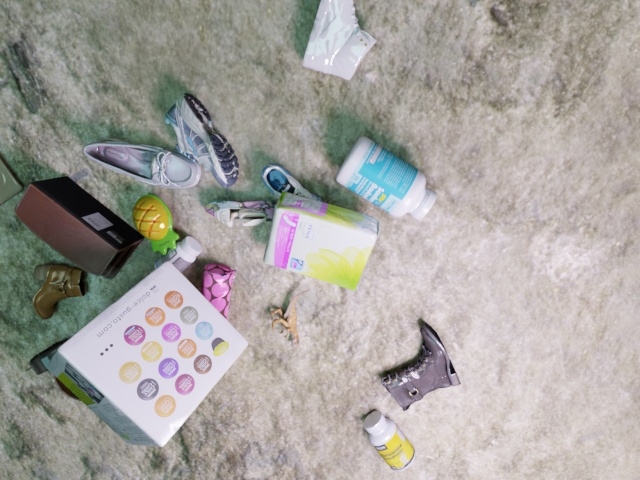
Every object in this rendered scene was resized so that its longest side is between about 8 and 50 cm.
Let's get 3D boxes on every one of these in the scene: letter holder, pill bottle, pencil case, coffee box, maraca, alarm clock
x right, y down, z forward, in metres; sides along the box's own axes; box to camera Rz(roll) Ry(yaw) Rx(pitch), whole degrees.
[{"bbox_3d":[-0.746,-0.011,1.264,0.302,0.152,0.214,40,105,-6],"label":"letter holder"},{"bbox_3d":[0.185,-0.162,1.154,0.264,0.146,0.146,31,104,-3],"label":"pill bottle"},{"bbox_3d":[-0.327,0.182,1.313,0.098,0.095,0.209,4,108,-23],"label":"pencil case"},{"bbox_3d":[-0.479,0.323,1.164,0.334,0.337,0.338,49,138,-8],"label":"coffee box"},{"bbox_3d":[-0.438,0.053,1.291,0.137,0.078,0.078,-39,98,12],"label":"pill bottle"},{"bbox_3d":[-0.495,-0.049,1.254,0.127,0.099,0.185,-26,91,24],"label":"maraca"},{"bbox_3d":[-0.904,0.390,1.384,0.192,0.129,0.064,-29,100,11],"label":"alarm clock"},{"bbox_3d":[0.224,0.659,1.379,0.103,0.103,0.184,-35,99,12],"label":"pill bottle"}]

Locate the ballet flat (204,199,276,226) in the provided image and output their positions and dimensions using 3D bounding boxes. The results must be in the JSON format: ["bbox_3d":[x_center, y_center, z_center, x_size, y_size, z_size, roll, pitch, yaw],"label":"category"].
[{"bbox_3d":[-0.238,-0.079,1.238,0.222,0.076,0.079,-1,62,2],"label":"ballet flat"}]

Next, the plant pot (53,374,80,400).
[{"bbox_3d":[-0.734,0.399,1.356,0.167,0.165,0.166,1,105,4],"label":"plant pot"}]

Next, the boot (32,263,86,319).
[{"bbox_3d":[-0.843,0.174,1.358,0.153,0.073,0.196,6,107,-1],"label":"boot"}]

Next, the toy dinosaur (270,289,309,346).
[{"bbox_3d":[-0.100,0.239,1.330,0.113,0.064,0.211,-3,114,-13],"label":"toy dinosaur"}]

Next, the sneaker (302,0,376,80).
[{"bbox_3d":[0.077,-0.575,1.087,0.169,0.108,0.292,19,114,-2],"label":"sneaker"}]

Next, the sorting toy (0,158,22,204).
[{"bbox_3d":[-1.061,-0.205,1.300,0.193,0.038,0.208,-29,105,11],"label":"sorting toy"}]

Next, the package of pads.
[{"bbox_3d":[0.000,0.000,1.198,0.297,0.101,0.229,17,128,-1],"label":"package of pads"}]

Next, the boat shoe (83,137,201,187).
[{"bbox_3d":[-0.512,-0.224,1.214,0.321,0.103,0.118,18,105,0],"label":"boat shoe"}]

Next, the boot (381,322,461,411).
[{"bbox_3d":[0.298,0.408,1.317,0.229,0.091,0.262,-25,103,9],"label":"boot"}]

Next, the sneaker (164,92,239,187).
[{"bbox_3d":[-0.342,-0.270,1.204,0.122,0.110,0.282,-28,94,23],"label":"sneaker"}]

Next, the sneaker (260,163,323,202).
[{"bbox_3d":[-0.078,-0.132,1.214,0.237,0.086,0.085,39,102,-7],"label":"sneaker"}]
